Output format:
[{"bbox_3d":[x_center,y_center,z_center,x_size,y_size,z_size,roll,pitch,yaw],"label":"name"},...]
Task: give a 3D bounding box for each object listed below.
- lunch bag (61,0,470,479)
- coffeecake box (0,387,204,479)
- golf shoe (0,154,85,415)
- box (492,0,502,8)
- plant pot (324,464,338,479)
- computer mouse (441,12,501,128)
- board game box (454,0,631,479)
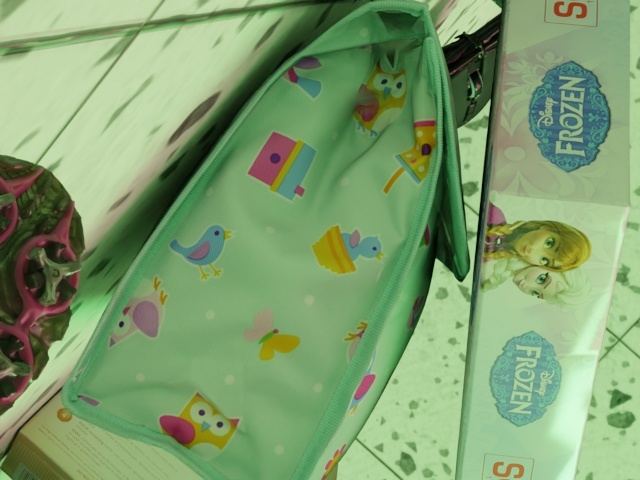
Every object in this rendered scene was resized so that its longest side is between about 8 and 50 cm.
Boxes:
[{"bbox_3d":[0.000,0.000,0.890,0.262,0.160,0.223,-62,174,1],"label":"lunch bag"},{"bbox_3d":[-0.106,0.134,1.142,0.185,0.142,0.068,-46,175,-38],"label":"coffeecake box"},{"bbox_3d":[-0.141,0.046,0.436,0.186,0.067,0.086,-49,-154,-21],"label":"golf shoe"},{"bbox_3d":[0.212,-0.291,1.213,0.159,0.044,0.233,-45,176,-43],"label":"box"},{"bbox_3d":[-0.119,0.262,1.501,0.280,0.323,0.323,-67,-173,-29],"label":"plant pot"},{"bbox_3d":[0.083,-0.109,1.303,0.184,0.060,0.262,-30,180,-19],"label":"computer mouse"},{"bbox_3d":[0.123,-0.018,0.921,0.318,0.066,0.319,-79,173,-45],"label":"board game box"}]
